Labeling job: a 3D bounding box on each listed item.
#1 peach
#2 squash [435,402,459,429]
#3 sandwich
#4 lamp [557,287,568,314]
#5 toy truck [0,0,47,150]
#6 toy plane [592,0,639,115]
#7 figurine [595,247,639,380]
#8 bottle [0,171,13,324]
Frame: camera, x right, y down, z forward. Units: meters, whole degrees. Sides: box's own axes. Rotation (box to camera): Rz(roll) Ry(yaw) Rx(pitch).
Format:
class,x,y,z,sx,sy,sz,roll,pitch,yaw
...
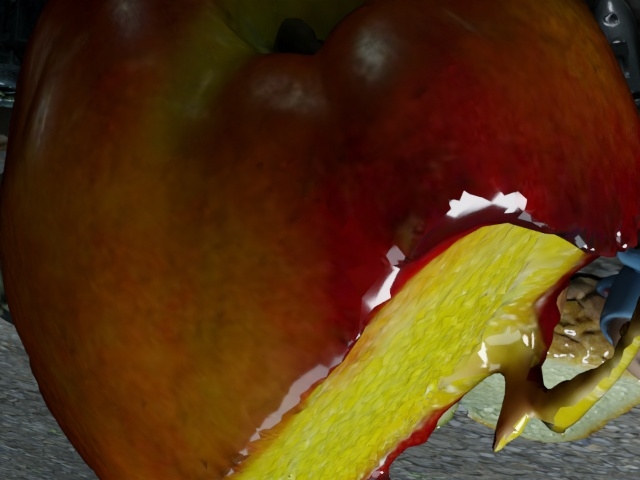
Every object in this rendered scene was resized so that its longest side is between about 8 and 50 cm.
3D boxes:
class,x,y,z,sx,sy,sz,roll,pitch,yaw
peach,-0.008,-0.019,0.834,0.335,0.310,0.406,-27,159,-14
squash,0.071,0.166,1.682,0.094,0.094,0.224,17,167,-12
sandwich,0.142,0.086,1.367,0.288,0.100,0.254,17,160,-13
lamp,0.117,0.026,1.160,0.136,0.136,0.136,12,161,4
toy truck,-0.192,-0.119,1.012,0.140,0.108,0.256,11,163,-39
toy plane,0.188,-0.075,0.949,0.226,0.058,0.226,-9,156,13
figurine,0.272,0.057,1.153,0.114,0.145,0.178,15,150,-15
bottle,-0.125,0.005,1.222,0.347,0.168,0.168,3,158,36
